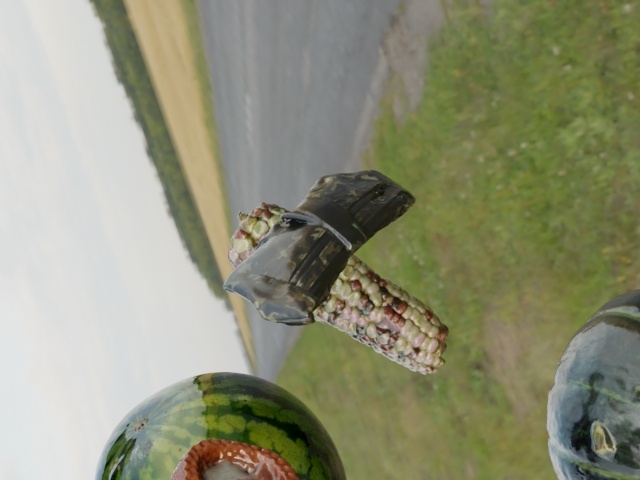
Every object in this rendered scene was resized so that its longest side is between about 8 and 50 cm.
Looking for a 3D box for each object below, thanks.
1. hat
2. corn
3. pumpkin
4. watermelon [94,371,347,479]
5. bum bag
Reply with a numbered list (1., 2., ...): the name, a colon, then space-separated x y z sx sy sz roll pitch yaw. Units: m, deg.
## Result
1. hat: -0.068 0.241 0.901 0.112 0.093 0.162 38 127 39
2. corn: 0.023 0.053 1.286 0.280 0.092 0.092 30 174 -1
3. pumpkin: 0.414 0.206 1.336 0.241 0.323 0.323 7 118 59
4. watermelon: -0.112 0.292 1.323 0.285 0.285 0.285 161 90 -85
5. bum bag: -0.001 -0.001 1.090 0.248 0.102 0.069 -46 -27 -49
